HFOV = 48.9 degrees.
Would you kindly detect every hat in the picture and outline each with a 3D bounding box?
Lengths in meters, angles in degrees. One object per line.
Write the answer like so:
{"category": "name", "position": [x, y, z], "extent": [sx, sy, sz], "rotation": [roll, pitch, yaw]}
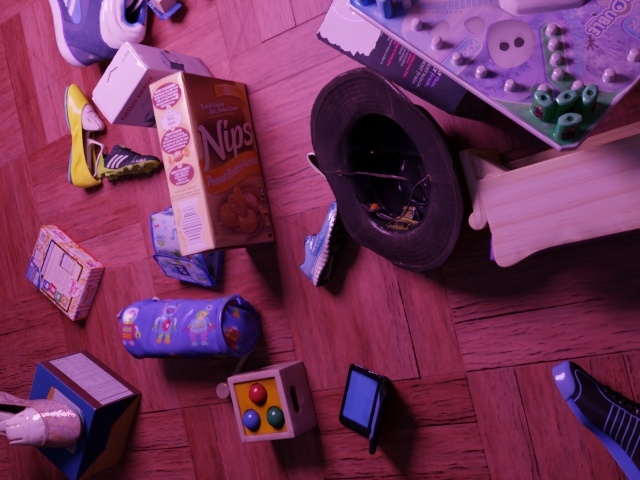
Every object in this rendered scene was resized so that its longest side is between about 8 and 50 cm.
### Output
{"category": "hat", "position": [0.135, -0.123, 1.109], "extent": [0.331, 0.134, 0.331], "rotation": [36, 142, 35]}

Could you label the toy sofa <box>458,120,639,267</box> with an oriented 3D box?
{"category": "toy sofa", "position": [0.390, -0.090, 0.961], "extent": [0.362, 0.150, 0.177], "rotation": [-16, 89, 32]}

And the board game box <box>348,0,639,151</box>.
{"category": "board game box", "position": [0.297, -0.365, 0.935], "extent": [0.390, 0.050, 0.390], "rotation": [-45, 67, -8]}

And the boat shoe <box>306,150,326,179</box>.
{"category": "boat shoe", "position": [0.033, -0.115, 1.244], "extent": [0.137, 0.043, 0.049], "rotation": [42, 112, 21]}

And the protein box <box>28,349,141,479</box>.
{"category": "protein box", "position": [-0.546, 0.393, 1.598], "extent": [0.201, 0.136, 0.200], "rotation": [28, 109, 27]}

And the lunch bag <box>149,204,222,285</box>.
{"category": "lunch bag", "position": [-0.268, 0.014, 1.420], "extent": [0.128, 0.096, 0.151], "rotation": [9, 113, 29]}

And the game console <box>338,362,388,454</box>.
{"category": "game console", "position": [0.074, 0.296, 1.242], "extent": [0.071, 0.107, 0.122], "rotation": [11, 102, 2]}

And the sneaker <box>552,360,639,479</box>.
{"category": "sneaker", "position": [0.437, 0.256, 1.008], "extent": [0.090, 0.081, 0.232], "rotation": [-43, 79, 25]}

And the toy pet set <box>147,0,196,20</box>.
{"category": "toy pet set", "position": [-0.282, -0.494, 1.412], "extent": [0.122, 0.065, 0.114], "rotation": [40, 79, 20]}

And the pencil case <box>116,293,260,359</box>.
{"category": "pencil case", "position": [-0.267, 0.172, 1.415], "extent": [0.306, 0.119, 0.133], "rotation": [-6, 70, 33]}

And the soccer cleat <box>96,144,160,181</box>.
{"category": "soccer cleat", "position": [-0.417, -0.174, 1.515], "extent": [0.178, 0.060, 0.072], "rotation": [-6, 79, 33]}

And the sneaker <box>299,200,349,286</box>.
{"category": "sneaker", "position": [0.000, 0.000, 1.265], "extent": [0.073, 0.063, 0.162], "rotation": [31, 109, 30]}

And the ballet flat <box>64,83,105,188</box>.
{"category": "ballet flat", "position": [-0.520, -0.231, 1.572], "extent": [0.077, 0.077, 0.231], "rotation": [4, 100, 10]}

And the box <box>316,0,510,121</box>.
{"category": "box", "position": [0.159, -0.320, 1.087], "extent": [0.270, 0.143, 0.165], "rotation": [36, 111, 24]}

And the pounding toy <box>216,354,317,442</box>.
{"category": "pounding toy", "position": [-0.133, 0.289, 1.355], "extent": [0.206, 0.094, 0.181], "rotation": [-16, 86, 32]}

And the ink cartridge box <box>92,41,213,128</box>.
{"category": "ink cartridge box", "position": [-0.318, -0.292, 1.360], "extent": [0.140, 0.190, 0.082], "rotation": [-47, 70, 27]}

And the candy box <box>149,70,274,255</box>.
{"category": "candy box", "position": [-0.196, -0.139, 1.303], "extent": [0.087, 0.183, 0.317], "rotation": [-11, 88, 32]}

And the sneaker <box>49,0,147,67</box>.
{"category": "sneaker", "position": [-0.454, -0.539, 1.468], "extent": [0.236, 0.130, 0.323], "rotation": [-14, 86, 27]}

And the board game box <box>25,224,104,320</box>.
{"category": "board game box", "position": [-0.606, 0.074, 1.660], "extent": [0.193, 0.045, 0.147], "rotation": [35, 111, 25]}

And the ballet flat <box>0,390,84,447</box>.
{"category": "ballet flat", "position": [-0.648, 0.396, 1.517], "extent": [0.316, 0.106, 0.108], "rotation": [-2, 94, 33]}
